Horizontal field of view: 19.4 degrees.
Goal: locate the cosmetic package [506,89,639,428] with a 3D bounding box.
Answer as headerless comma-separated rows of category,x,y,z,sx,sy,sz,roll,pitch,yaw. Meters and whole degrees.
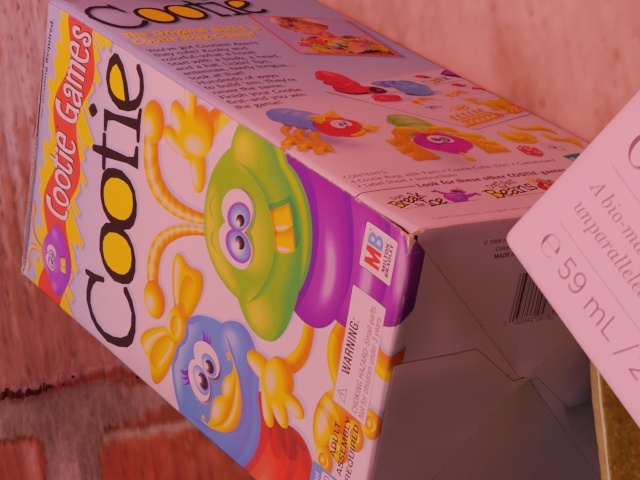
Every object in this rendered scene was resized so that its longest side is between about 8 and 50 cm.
cosmetic package,0.209,0.009,0.483,0.225,0.138,0.224,-49,55,23

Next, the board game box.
board game box,0.000,0.000,0.808,0.275,0.144,0.142,35,123,47

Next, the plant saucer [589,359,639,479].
plant saucer,0.184,0.122,0.659,0.188,0.045,0.188,-5,92,54
